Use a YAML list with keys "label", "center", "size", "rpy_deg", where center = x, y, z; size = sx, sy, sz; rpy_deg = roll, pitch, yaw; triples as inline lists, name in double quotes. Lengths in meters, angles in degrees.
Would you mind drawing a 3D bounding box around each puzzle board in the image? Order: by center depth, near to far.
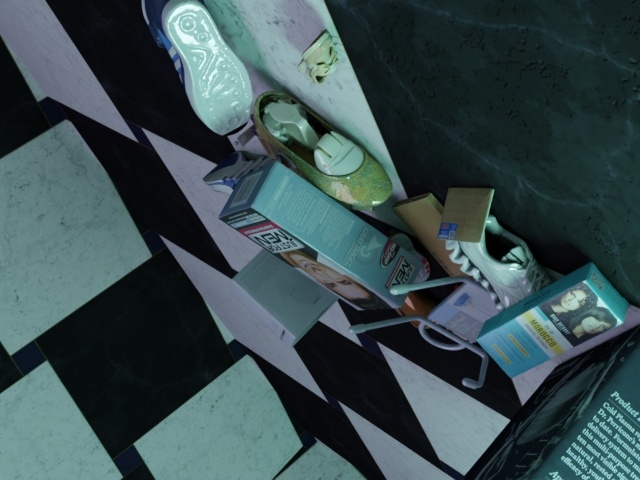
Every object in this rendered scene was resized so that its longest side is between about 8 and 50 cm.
- label: "puzzle board"
  center: [0.254, -0.045, 1.706]
  size: [0.011, 0.096, 0.128]
  rpy_deg: [15, 176, -27]

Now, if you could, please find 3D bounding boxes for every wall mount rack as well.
- label: "wall mount rack"
  center: [0.242, 0.158, 1.902]
  size: [0.304, 0.130, 0.350]
  rpy_deg: [28, 145, -7]

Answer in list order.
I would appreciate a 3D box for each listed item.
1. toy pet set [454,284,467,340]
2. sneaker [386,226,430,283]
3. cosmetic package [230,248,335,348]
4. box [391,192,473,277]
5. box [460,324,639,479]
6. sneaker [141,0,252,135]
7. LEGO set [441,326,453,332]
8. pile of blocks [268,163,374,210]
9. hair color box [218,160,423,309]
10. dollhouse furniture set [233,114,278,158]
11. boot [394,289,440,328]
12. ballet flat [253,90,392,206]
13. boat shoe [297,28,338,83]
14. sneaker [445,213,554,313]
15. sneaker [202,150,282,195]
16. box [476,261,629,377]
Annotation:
- label: "toy pet set"
  center: [0.333, 0.156, 2.045]
  size: [0.122, 0.065, 0.114]
  rpy_deg: [32, 123, 26]
- label: "sneaker"
  center: [0.186, 0.028, 2.081]
  size: [0.158, 0.061, 0.065]
  rpy_deg: [60, -177, -37]
- label: "cosmetic package"
  center: [-0.079, 0.118, 2.549]
  size: [0.225, 0.224, 0.138]
  rpy_deg: [43, 162, 7]
- label: "box"
  center: [0.241, -0.006, 1.915]
  size: [0.201, 0.021, 0.164]
  rpy_deg: [48, 162, -9]
- label: "box"
  center: [0.456, 0.439, 1.691]
  size: [0.297, 0.472, 0.480]
  rpy_deg: [44, 162, 7]
- label: "sneaker"
  center: [-0.254, -0.390, 1.969]
  size: [0.236, 0.130, 0.322]
  rpy_deg: [54, 172, 50]
- label: "LEGO set"
  center: [0.285, 0.191, 2.257]
  size: [0.054, 0.023, 0.083]
  rpy_deg: [35, 173, 34]
- label: "pile of blocks"
  center: [0.002, -0.127, 2.081]
  size: [0.362, 0.149, 0.112]
  rpy_deg: [7, 96, 49]
- label: "hair color box"
  center: [0.000, 0.000, 1.967]
  size: [0.374, 0.113, 0.185]
  rpy_deg: [33, 162, -19]
- label: "dollhouse furniture set"
  center: [-0.136, -0.209, 2.189]
  size: [0.091, 0.081, 0.114]
  rpy_deg: [23, 152, 49]
- label: "boot"
  center: [0.195, 0.116, 2.203]
  size: [0.197, 0.073, 0.152]
  rpy_deg: [12, 139, 55]
- label: "ballet flat"
  center: [-0.007, -0.186, 1.908]
  size: [0.348, 0.123, 0.123]
  rpy_deg: [38, 161, 28]
- label: "boat shoe"
  center: [0.004, -0.316, 1.699]
  size: [0.059, 0.063, 0.170]
  rpy_deg: [43, 171, -2]
- label: "sneaker"
  center: [0.351, 0.070, 1.723]
  size: [0.292, 0.110, 0.118]
  rpy_deg: [44, 153, 2]
- label: "sneaker"
  center: [-0.154, -0.109, 2.374]
  size: [0.315, 0.127, 0.182]
  rpy_deg: [11, 140, 57]
- label: "box"
  center: [0.390, 0.139, 1.655]
  size: [0.100, 0.060, 0.244]
  rpy_deg: [47, 130, -7]
